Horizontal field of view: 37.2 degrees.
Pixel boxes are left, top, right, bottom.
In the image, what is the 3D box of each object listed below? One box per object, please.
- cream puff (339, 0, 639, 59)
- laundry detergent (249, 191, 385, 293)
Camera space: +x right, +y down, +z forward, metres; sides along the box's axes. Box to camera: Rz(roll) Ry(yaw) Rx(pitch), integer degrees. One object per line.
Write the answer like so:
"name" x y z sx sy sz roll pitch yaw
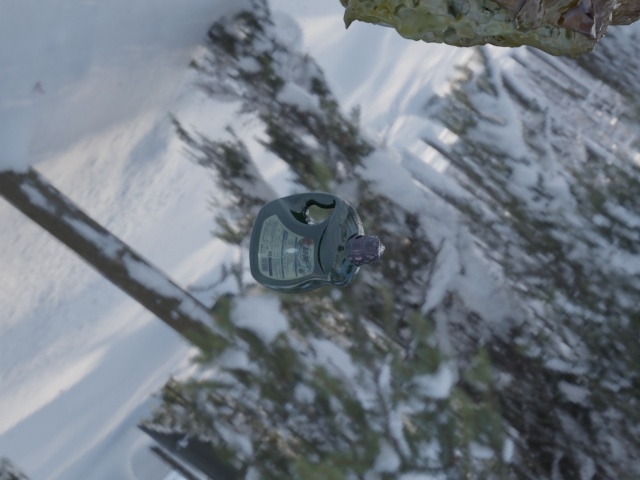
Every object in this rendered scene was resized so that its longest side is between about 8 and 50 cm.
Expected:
"cream puff" 0.085 -0.203 0.501 0.269 0.241 0.155 -31 -166 -29
"laundry detergent" 0.000 0.000 1.320 0.221 0.078 0.144 -6 -107 43
